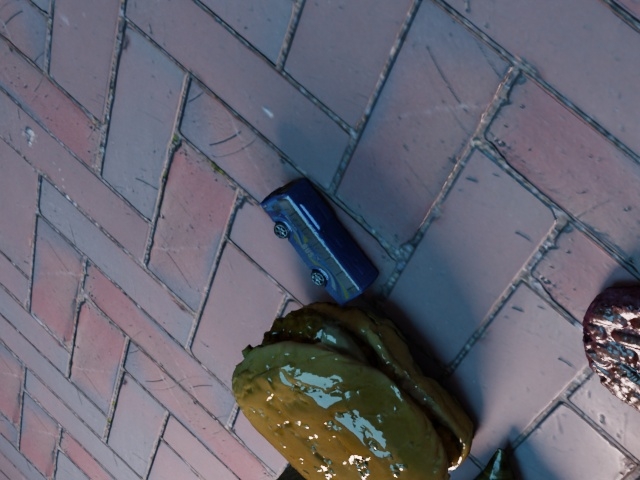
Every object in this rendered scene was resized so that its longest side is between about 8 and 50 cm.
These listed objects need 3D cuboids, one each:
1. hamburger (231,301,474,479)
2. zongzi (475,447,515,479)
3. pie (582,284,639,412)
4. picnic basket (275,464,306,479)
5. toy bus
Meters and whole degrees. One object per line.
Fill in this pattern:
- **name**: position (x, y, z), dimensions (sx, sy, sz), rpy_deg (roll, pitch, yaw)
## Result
- **hamburger**: position (0.032, 0.204, 1.410), dimensions (0.283, 0.144, 0.259), rpy_deg (49, 148, -7)
- **zongzi**: position (0.174, 0.317, 1.445), dimensions (0.187, 0.084, 0.184), rpy_deg (7, 115, 52)
- **pie**: position (0.308, 0.107, 1.099), dimensions (0.154, 0.036, 0.154), rpy_deg (31, 145, 25)
- **picnic basket**: position (0.011, 0.423, 1.684), dimensions (0.196, 0.134, 0.154), rpy_deg (52, 146, -3)
- **toy bus**: position (0.000, 0.000, 1.340), dimensions (0.061, 0.051, 0.153), rpy_deg (-31, 99, 44)
